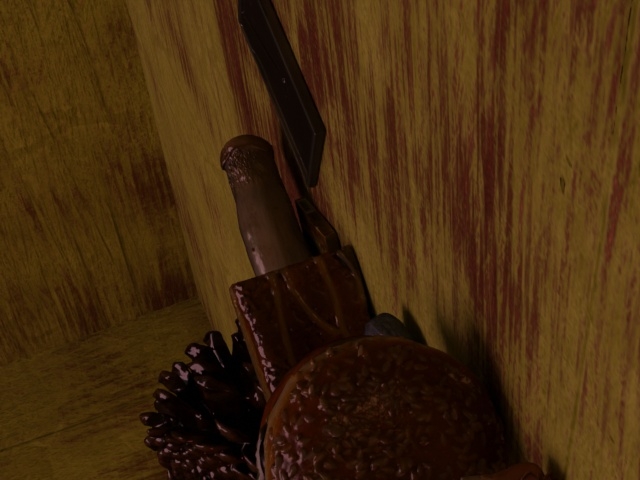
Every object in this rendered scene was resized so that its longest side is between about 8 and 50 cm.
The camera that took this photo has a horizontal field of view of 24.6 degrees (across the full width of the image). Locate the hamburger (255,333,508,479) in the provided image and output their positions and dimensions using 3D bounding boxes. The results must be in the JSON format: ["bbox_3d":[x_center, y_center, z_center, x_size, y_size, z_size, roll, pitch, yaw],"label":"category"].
[{"bbox_3d":[0.060,0.235,1.601,0.225,0.291,0.291,-165,56,-84],"label":"hamburger"}]

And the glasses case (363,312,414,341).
[{"bbox_3d":[0.102,0.206,1.904,0.109,0.067,0.282,48,156,39],"label":"glasses case"}]

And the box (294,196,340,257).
[{"bbox_3d":[0.000,0.000,2.185,0.156,0.022,0.089,-127,19,-61],"label":"box"}]

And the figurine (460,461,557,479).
[{"bbox_3d":[0.214,0.297,1.399,0.111,0.102,0.195,63,-176,-57],"label":"figurine"}]

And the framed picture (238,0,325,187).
[{"bbox_3d":[-0.059,-0.237,2.067,0.213,0.016,0.289,99,149,-71],"label":"framed picture"}]

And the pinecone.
[{"bbox_3d":[-0.111,0.292,2.569,0.384,0.384,0.384,160,90,-80],"label":"pinecone"}]

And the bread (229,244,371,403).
[{"bbox_3d":[-0.002,0.163,2.060,0.114,0.185,0.275,177,74,-84],"label":"bread"}]

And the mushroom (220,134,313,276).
[{"bbox_3d":[-0.061,0.007,2.221,0.123,0.095,0.351,24,-134,-77],"label":"mushroom"}]
